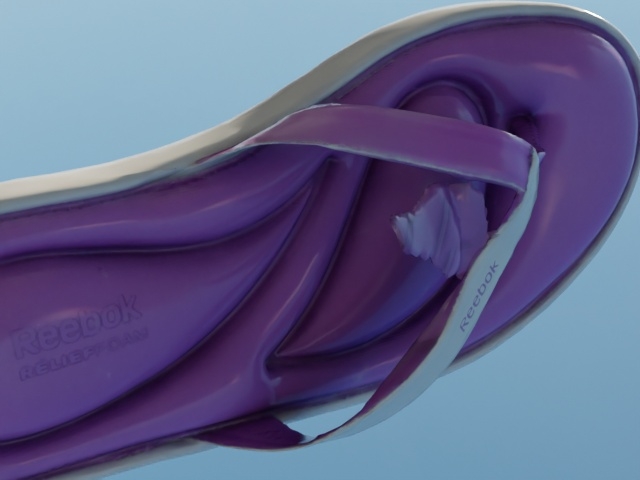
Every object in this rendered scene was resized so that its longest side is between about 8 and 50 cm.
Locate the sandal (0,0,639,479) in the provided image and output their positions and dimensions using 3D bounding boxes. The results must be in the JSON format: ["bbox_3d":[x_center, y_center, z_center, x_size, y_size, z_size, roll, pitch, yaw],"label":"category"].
[{"bbox_3d":[0.004,0.014,0.519,0.416,0.169,0.102,-24,-159,-25],"label":"sandal"}]
